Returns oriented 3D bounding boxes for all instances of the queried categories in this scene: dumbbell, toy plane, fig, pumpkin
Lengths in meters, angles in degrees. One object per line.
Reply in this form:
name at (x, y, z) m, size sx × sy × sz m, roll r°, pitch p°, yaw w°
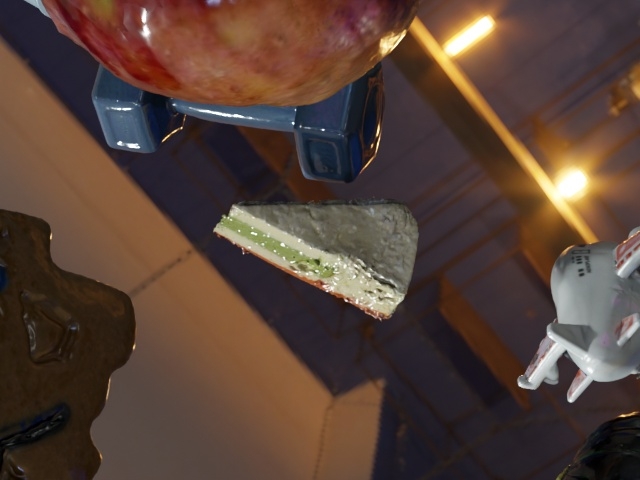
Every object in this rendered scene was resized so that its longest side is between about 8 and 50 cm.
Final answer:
dumbbell at (-0.091, -0.161, 1.497) m, size 0.144 × 0.324 × 0.160 m, roll 32°, pitch -110°, yaw -75°
toy plane at (0.304, 0.075, 1.442) m, size 0.118 × 0.252 × 0.252 m, roll 33°, pitch -159°, yaw -4°
fig at (-0.047, -0.179, 0.752) m, size 0.263 × 0.224 × 0.224 m, roll -5°, pitch -121°, yaw -51°
pumpkin at (0.287, 0.255, 1.250) m, size 0.150 × 0.194 × 0.194 m, roll 18°, pitch 177°, yaw 35°

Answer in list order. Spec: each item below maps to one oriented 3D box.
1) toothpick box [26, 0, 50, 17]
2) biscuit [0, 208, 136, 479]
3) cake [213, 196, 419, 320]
toothpick box at (-0.308, -0.309, 1.452) m, size 0.153 × 0.101 × 0.101 m, roll 31°, pitch -169°, yaw 21°
biscuit at (-0.249, 0.062, 0.879) m, size 0.301 × 0.043 × 0.278 m, roll 56°, pitch -138°, yaw -23°
cake at (0.009, -0.015, 1.432) m, size 0.220 × 0.086 × 0.117 m, roll 28°, pitch -120°, yaw -7°
